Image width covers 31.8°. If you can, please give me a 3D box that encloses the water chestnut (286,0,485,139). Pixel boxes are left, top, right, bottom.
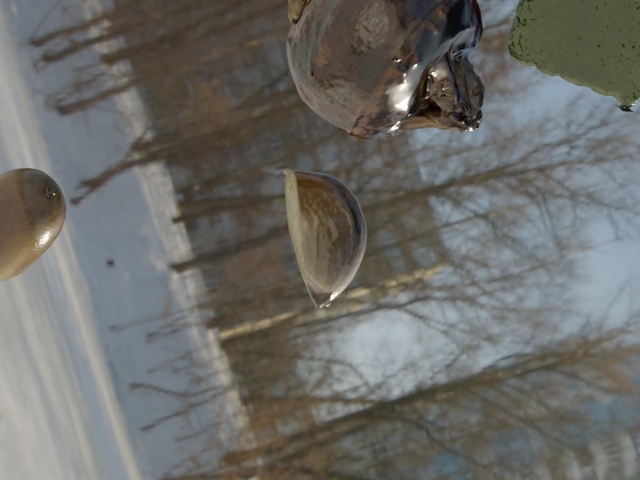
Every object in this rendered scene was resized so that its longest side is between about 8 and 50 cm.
[{"bbox_3d":[0.086,-0.210,1.202,0.238,0.223,0.223,40,-19,12],"label":"water chestnut"}]

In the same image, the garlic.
[{"bbox_3d":[0.011,-0.010,1.544,0.087,0.101,0.195,-172,-108,-69],"label":"garlic"}]

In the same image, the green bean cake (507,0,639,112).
[{"bbox_3d":[0.432,-0.358,1.697,0.156,0.250,0.246,-60,169,-57],"label":"green bean cake"}]

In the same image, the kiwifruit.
[{"bbox_3d":[-0.257,-0.012,0.921,0.124,0.075,0.075,-32,-111,36],"label":"kiwifruit"}]
